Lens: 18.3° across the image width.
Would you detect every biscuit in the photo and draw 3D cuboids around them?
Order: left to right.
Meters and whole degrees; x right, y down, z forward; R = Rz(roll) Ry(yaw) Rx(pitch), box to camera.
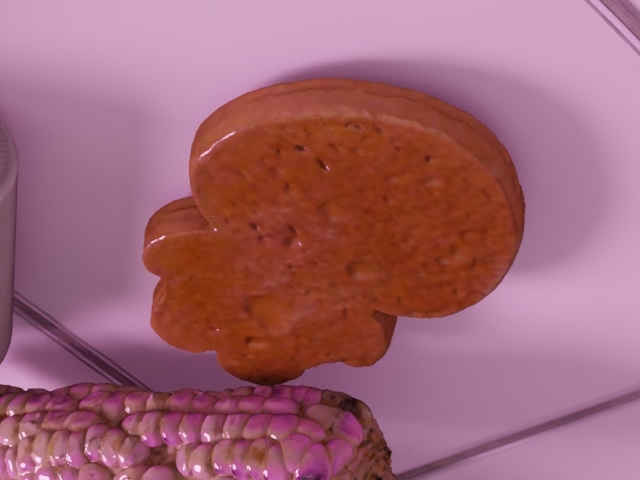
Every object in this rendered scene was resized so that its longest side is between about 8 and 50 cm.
[{"bbox_3d":[0.000,-0.001,1.195,0.202,0.044,0.288,24,142,-15],"label":"biscuit"}]

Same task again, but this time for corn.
[{"bbox_3d":[-0.113,0.150,1.304,0.335,0.126,0.126,2,140,21],"label":"corn"}]

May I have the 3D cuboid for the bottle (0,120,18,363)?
[{"bbox_3d":[-0.244,0.022,1.246,0.104,0.104,0.245,14,142,0],"label":"bottle"}]
